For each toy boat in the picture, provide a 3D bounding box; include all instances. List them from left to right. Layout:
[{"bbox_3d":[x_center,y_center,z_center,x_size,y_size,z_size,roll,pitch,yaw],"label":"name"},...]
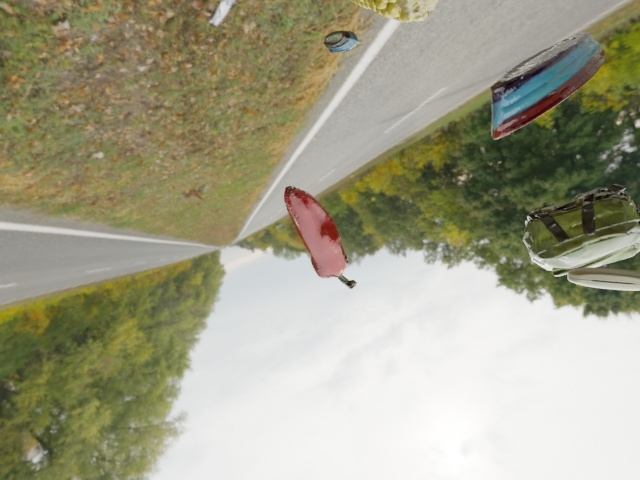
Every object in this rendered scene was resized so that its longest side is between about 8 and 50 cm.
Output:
[{"bbox_3d":[0.062,-0.553,1.257,0.060,0.060,0.137,13,-173,-30],"label":"toy boat"},{"bbox_3d":[0.399,-0.289,0.804,0.392,0.079,0.136,-36,-153,-33],"label":"toy boat"}]

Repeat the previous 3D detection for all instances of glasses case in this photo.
[{"bbox_3d":[0.321,0.042,0.499,0.083,0.021,0.032,4,-168,23],"label":"glasses case"}]

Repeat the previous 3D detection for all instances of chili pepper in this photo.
[{"bbox_3d":[0.000,0.000,1.227,0.110,0.388,0.110,-16,-142,13],"label":"chili pepper"}]

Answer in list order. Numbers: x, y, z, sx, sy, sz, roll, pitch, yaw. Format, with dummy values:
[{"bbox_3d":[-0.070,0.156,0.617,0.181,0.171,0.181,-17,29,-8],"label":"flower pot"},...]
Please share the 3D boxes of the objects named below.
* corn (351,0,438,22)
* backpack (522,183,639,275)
[{"bbox_3d":[0.063,-0.416,0.656,0.130,0.347,0.130,-18,140,-16],"label":"corn"},{"bbox_3d":[0.475,-0.018,0.815,0.207,0.140,0.253,-26,162,32],"label":"backpack"}]
